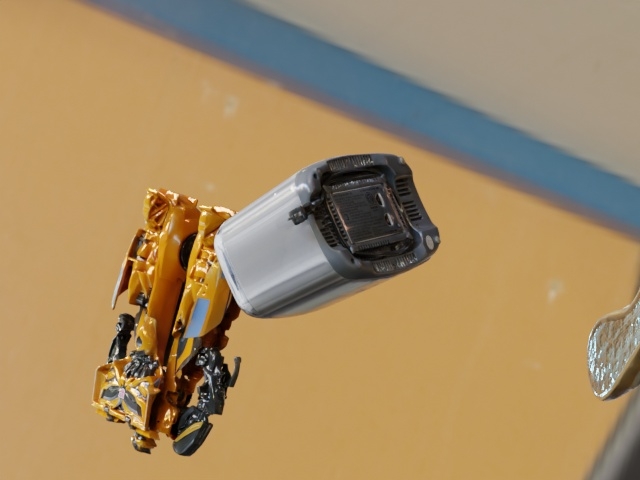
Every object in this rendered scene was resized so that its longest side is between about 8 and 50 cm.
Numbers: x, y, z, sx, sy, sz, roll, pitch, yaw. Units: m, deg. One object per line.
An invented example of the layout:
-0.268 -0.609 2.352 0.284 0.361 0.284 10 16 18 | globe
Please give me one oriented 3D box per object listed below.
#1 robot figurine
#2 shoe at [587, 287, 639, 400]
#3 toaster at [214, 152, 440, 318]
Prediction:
-0.171 0.095 2.035 0.085 0.291 0.211 16 0 -43 | robot figurine
0.289 0.086 1.606 0.058 0.076 0.219 1 -26 -11 | shoe
0.000 0.000 1.795 0.146 0.129 0.227 -30 -9 35 | toaster
